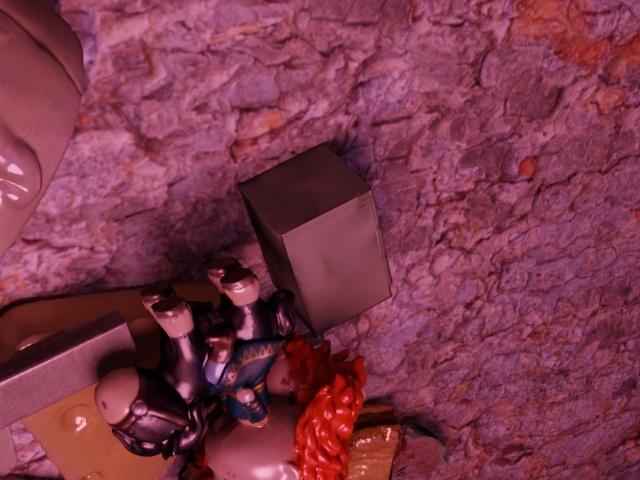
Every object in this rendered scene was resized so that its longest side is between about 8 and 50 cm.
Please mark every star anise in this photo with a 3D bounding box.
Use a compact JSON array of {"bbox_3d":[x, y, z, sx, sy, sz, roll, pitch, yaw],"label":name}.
[{"bbox_3d":[-0.173,0.314,1.587,0.272,0.103,0.272,-56,172,-12],"label":"star anise"}]

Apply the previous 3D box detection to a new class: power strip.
[{"bbox_3d":[-0.466,0.262,1.431,0.048,0.030,0.191,-16,128,-21],"label":"power strip"}]

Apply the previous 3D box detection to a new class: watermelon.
[{"bbox_3d":[0.160,0.398,1.899,0.139,0.071,0.187,-33,141,0],"label":"watermelon"}]

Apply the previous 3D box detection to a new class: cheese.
[{"bbox_3d":[-0.309,0.194,1.433,0.384,0.104,0.383,-17,129,-23],"label":"cheese"}]

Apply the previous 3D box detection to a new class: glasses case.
[{"bbox_3d":[-0.338,0.163,1.287,0.205,0.047,0.070,-26,124,-19],"label":"glasses case"}]

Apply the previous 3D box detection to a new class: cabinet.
[{"bbox_3d":[0.000,0.000,1.467,0.150,0.145,0.206,-28,132,-13],"label":"cabinet"}]

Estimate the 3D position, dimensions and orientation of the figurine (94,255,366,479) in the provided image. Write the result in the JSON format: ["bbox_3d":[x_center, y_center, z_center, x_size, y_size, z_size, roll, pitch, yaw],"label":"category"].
[{"bbox_3d":[-0.104,0.218,1.331,0.412,0.241,0.306,44,69,-32],"label":"figurine"}]

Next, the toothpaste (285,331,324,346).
[{"bbox_3d":[-0.090,0.174,1.469,0.216,0.037,0.062,-18,133,-26],"label":"toothpaste"}]

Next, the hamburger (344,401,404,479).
[{"bbox_3d":[0.062,0.410,1.817,0.131,0.124,0.262,5,114,-14],"label":"hamburger"}]

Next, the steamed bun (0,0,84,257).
[{"bbox_3d":[-0.410,-0.101,1.060,0.247,0.236,0.383,30,95,-39],"label":"steamed bun"}]

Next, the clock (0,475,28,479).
[{"bbox_3d":[-0.495,0.477,1.470,0.290,0.080,0.275,22,94,-22],"label":"clock"}]
